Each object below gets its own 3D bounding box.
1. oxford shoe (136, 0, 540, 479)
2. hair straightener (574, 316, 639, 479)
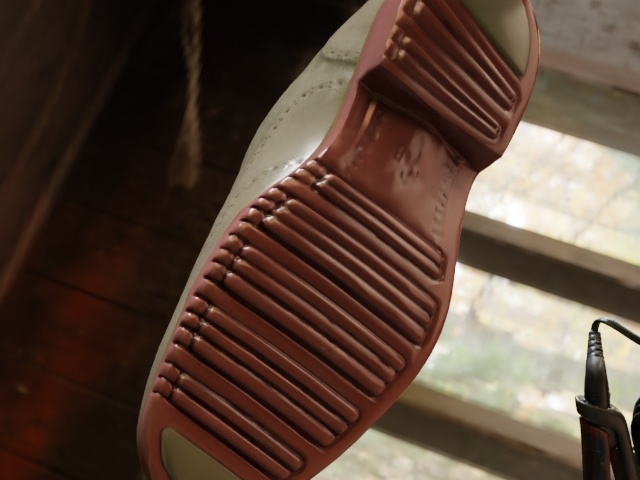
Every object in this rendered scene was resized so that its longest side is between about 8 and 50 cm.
[{"bbox_3d":[0.000,0.000,0.829,0.130,0.123,0.348,-16,35,57],"label":"oxford shoe"},{"bbox_3d":[0.198,0.150,0.956,0.089,0.047,0.230,-17,-70,-17],"label":"hair straightener"}]
